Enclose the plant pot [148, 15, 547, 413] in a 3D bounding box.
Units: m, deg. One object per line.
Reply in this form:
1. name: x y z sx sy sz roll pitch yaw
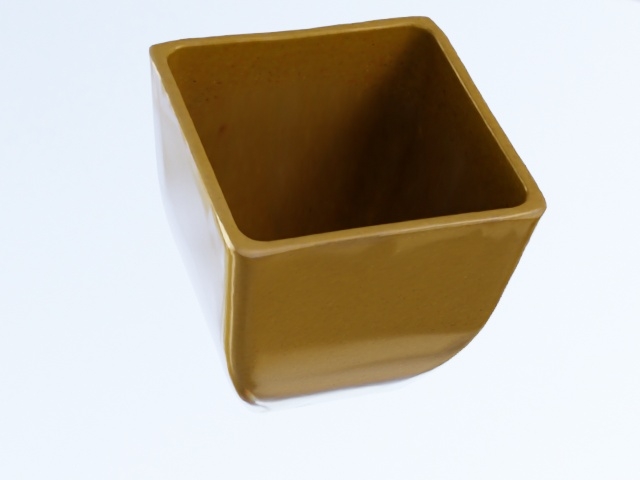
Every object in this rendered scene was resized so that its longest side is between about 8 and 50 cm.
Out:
1. plant pot: 0.000 0.000 0.449 0.081 0.081 0.083 -8 -44 -19
